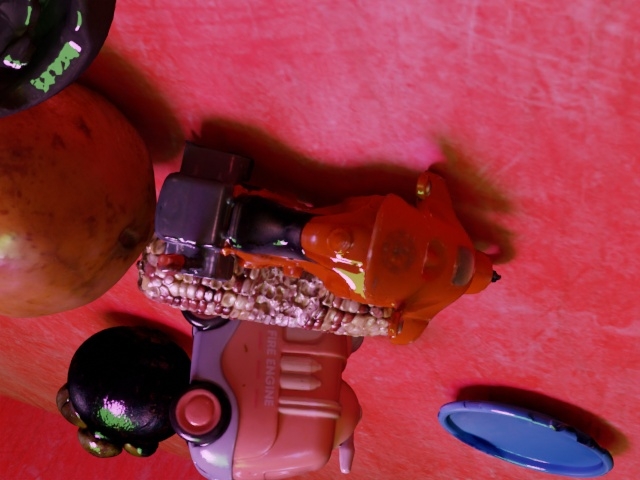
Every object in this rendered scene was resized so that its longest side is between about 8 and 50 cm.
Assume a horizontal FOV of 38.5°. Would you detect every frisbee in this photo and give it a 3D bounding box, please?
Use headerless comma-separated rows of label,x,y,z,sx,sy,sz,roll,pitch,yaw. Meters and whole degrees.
frisbee,0.280,0.262,1.251,0.242,0.045,0.242,19,156,9

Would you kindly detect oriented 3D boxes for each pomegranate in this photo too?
pomegranate,-0.272,-0.042,0.851,0.248,0.248,0.248,19,157,8

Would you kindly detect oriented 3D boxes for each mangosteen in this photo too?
mangosteen,-0.325,0.257,1.550,0.243,0.243,0.243,19,157,8

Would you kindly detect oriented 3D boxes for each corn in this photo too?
corn,-0.048,0.045,0.965,0.290,0.098,0.098,13,158,-7

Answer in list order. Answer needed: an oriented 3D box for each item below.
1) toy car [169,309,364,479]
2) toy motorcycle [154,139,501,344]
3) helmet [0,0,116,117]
toy car,-0.056,0.150,1.068,0.212,0.270,0.180,2,161,-1
toy motorcycle,0.000,0.000,0.813,0.326,0.147,0.221,11,178,10
helmet,-0.238,-0.198,0.566,0.198,0.154,0.253,-39,101,21
